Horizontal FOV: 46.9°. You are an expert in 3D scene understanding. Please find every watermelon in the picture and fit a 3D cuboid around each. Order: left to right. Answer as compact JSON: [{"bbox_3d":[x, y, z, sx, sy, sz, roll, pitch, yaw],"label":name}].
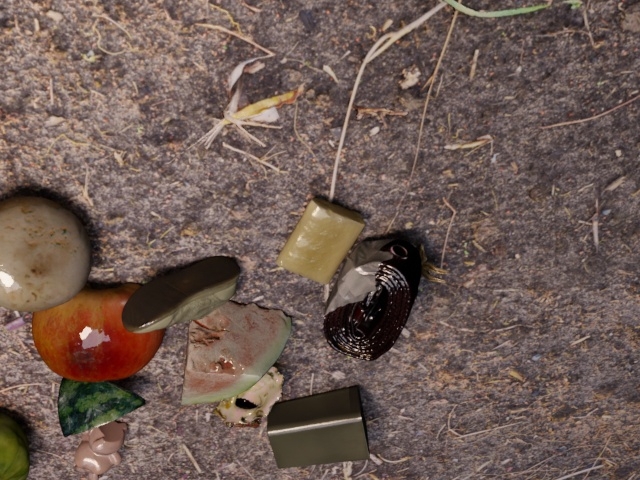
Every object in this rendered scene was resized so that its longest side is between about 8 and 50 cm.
[{"bbox_3d":[-0.504,0.365,1.746,0.207,0.202,0.136,-5,95,4],"label":"watermelon"},{"bbox_3d":[-0.223,0.257,1.712,0.310,0.193,0.231,-18,139,18],"label":"watermelon"}]

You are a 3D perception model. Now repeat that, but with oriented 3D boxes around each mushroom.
[{"bbox_3d":[-0.603,0.032,1.506,0.244,0.243,0.243,-3,122,-4],"label":"mushroom"}]

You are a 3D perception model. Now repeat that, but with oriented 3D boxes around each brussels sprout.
[{"bbox_3d":[-0.812,0.538,1.788,0.219,0.210,0.271,-25,136,-16],"label":"brussels sprout"}]

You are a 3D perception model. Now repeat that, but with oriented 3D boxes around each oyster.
[{"bbox_3d":[-0.168,0.386,1.833,0.133,0.072,0.209,34,102,10],"label":"oyster"}]

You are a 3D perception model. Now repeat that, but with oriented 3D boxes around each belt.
[{"bbox_3d":[0.119,0.120,1.644,0.184,0.164,0.289,27,126,4],"label":"belt"}]

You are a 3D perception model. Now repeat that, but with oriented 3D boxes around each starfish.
[{"bbox_3d":[0.214,0.061,1.686,0.133,0.041,0.130,47,127,-4],"label":"starfish"}]

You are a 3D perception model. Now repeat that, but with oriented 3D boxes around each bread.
[{"bbox_3d":[0.000,0.000,1.610,0.139,0.060,0.178,24,117,-20],"label":"bread"}]

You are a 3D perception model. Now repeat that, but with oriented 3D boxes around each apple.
[{"bbox_3d":[-0.501,0.223,1.642,0.293,0.163,0.251,7,120,-8],"label":"apple"}]

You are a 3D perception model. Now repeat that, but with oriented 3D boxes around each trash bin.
[{"bbox_3d":[-0.005,0.480,1.881,0.241,0.122,0.164,-9,122,3],"label":"trash bin"}]

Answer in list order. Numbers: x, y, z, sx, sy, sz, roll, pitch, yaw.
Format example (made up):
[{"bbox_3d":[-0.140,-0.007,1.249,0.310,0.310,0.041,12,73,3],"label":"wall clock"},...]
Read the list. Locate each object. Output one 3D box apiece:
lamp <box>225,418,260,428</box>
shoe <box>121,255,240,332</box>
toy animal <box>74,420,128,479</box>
[{"bbox_3d":[-0.202,0.467,1.896,0.083,0.031,0.063,-7,160,11],"label":"lamp"},{"bbox_3d":[-0.298,0.133,1.608,0.275,0.103,0.098,-22,137,-19],"label":"shoe"},{"bbox_3d":[-0.569,0.552,1.870,0.124,0.124,0.212,20,115,-17],"label":"toy animal"}]
